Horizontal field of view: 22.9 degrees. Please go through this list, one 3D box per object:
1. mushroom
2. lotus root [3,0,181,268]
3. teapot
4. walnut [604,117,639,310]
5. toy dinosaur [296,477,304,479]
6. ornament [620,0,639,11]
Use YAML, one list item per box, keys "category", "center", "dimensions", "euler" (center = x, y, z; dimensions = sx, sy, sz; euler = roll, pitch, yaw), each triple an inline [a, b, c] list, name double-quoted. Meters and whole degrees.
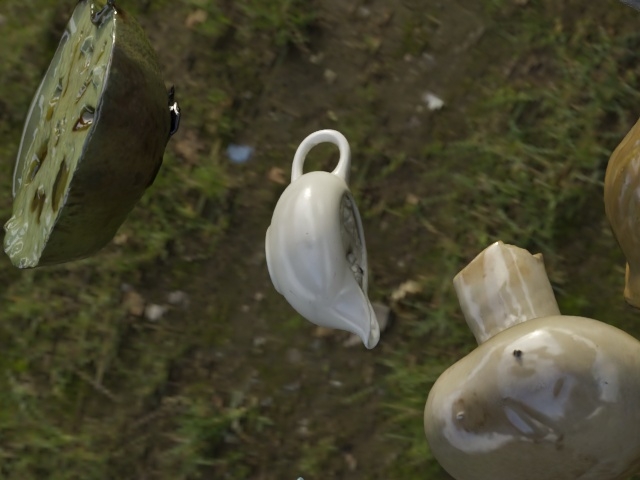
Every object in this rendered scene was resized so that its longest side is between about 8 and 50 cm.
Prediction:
- category: "mushroom"
  center: [0.261, 0.148, 1.826]
  dimensions: [0.292, 0.292, 0.290]
  euler: [-25, 54, 28]
- category: "lotus root"
  center: [-0.144, -0.067, 1.049]
  dimensions: [0.203, 0.078, 0.183]
  euler: [-56, 29, 38]
- category: "teapot"
  center: [0.000, 0.000, 1.479]
  dimensions: [0.092, 0.145, 0.226]
  euler: [-9, 69, 11]
- category: "walnut"
  center: [0.364, -0.011, 1.239]
  dimensions: [0.285, 0.285, 0.296]
  euler: [-22, 101, 30]
- category: "toy dinosaur"
  center: [-0.048, 0.295, 0.804]
  dimensions: [0.144, 0.076, 0.329]
  euler: [36, 97, 17]
- category: "ornament"
  center: [0.297, -0.297, 1.087]
  dimensions: [0.337, 0.337, 0.337]
  euler: [-9, 74, 33]
